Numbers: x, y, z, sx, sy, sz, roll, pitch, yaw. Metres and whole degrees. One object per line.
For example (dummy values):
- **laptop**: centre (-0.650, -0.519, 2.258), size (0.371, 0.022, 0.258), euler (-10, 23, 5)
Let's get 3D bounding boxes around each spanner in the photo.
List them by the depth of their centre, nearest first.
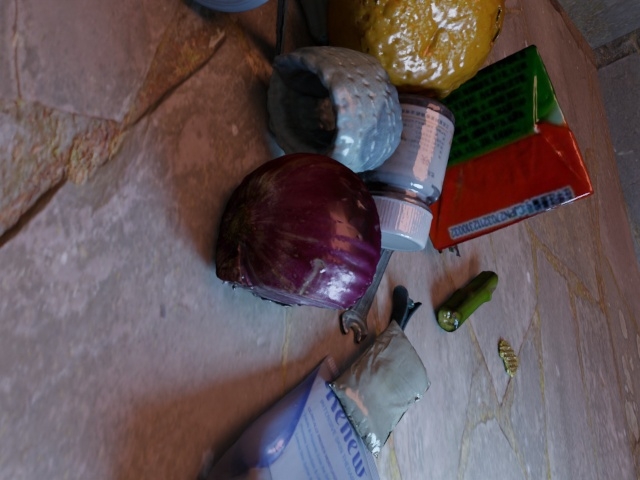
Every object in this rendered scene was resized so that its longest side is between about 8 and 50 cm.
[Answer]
- **spanner**: centre (0.101, 0.075, 1.197), size (0.071, 0.018, 0.301), euler (46, 44, -20)

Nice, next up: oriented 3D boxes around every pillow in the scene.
- **pillow**: centre (0.111, 0.248, 1.062), size (0.148, 0.050, 0.230), euler (59, 37, -2)

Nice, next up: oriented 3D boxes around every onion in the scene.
- **onion**: centre (-0.016, -0.014, 0.936), size (0.273, 0.231, 0.256), euler (-8, 79, -43)

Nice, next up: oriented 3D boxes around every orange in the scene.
- **orange**: centre (0.176, -0.446, 1.202), size (0.341, 0.341, 0.293), euler (40, 15, -31)

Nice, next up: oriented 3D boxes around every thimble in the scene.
- **thimble**: centre (0.014, -0.230, 1.075), size (0.172, 0.205, 0.250), euler (-13, 65, -40)

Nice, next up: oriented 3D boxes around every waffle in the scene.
- **waffle**: centre (0.465, 0.289, 1.527), size (0.085, 0.016, 0.078), euler (61, 35, -11)

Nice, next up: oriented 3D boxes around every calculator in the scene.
- **calculator**: centre (-0.070, -0.393, 1.116), size (0.018, 0.172, 0.057), euler (13, 56, 1)

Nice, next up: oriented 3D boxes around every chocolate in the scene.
- **chocolate**: centre (0.374, -0.191, 1.373), size (0.161, 0.360, 0.340), euler (0, 70, -62)

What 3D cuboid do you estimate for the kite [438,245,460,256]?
- **kite**: centre (0.289, -0.091, 1.498), size (0.152, 0.015, 0.285), euler (16, 59, -42)

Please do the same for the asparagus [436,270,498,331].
- **asparagus**: centre (0.344, 0.135, 1.423), size (0.067, 0.060, 0.278), euler (53, 37, 11)

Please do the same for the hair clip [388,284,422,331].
- **hair clip**: centre (0.145, 0.197, 1.184), size (0.070, 0.039, 0.229), euler (42, 50, -29)

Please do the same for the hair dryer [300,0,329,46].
- **hair dryer**: centre (-0.013, -0.517, 1.209), size (0.237, 0.076, 0.206), euler (89, -11, -84)

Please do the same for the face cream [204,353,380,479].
- **face cream**: centre (-0.033, 0.338, 0.869), size (0.420, 0.137, 0.234), euler (-21, 88, -63)

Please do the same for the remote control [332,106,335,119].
- **remote control**: centre (0.090, -0.251, 1.268), size (0.313, 0.055, 0.109), euler (31, 86, -36)

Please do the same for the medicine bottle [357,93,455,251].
- **medicine bottle**: centre (0.154, -0.127, 1.182), size (0.165, 0.165, 0.273), euler (25, 73, -41)

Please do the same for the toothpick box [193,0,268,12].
- **toothpick box**: centre (-0.131, -0.592, 1.048), size (0.263, 0.263, 0.354), euler (42, 44, -29)
